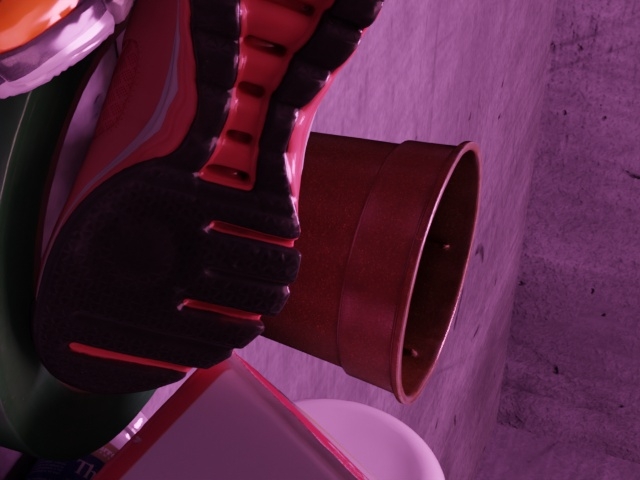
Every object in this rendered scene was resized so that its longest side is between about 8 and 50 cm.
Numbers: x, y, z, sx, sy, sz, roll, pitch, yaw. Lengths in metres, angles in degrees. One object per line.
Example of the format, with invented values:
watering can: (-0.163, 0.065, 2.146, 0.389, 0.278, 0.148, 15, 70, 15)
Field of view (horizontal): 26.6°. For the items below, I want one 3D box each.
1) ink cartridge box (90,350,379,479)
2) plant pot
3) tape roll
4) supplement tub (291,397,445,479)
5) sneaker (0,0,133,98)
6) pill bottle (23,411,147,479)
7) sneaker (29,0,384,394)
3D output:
ink cartridge box: (-0.062, 0.246, 0.845, 0.279, 0.160, 0.384, -47, 164, -5)
plant pot: (0.000, 0.000, 0.850, 0.167, 0.165, 0.167, 15, 90, -74)
tape roll: (-0.137, -0.035, 0.792, 0.321, 0.077, 0.321, 15, 90, -74)
supplement tub: (-0.001, 0.334, 1.311, 0.228, 0.228, 0.316, -57, 156, -48)
sneaker: (-0.135, -0.219, 0.596, 0.180, 0.125, 0.321, 78, 19, -50)
pill bottle: (-0.161, 0.163, 0.903, 0.067, 0.067, 0.120, 89, 22, -43)
sneaker: (-0.054, -0.065, 0.681, 0.314, 0.116, 0.136, -63, -160, 19)
